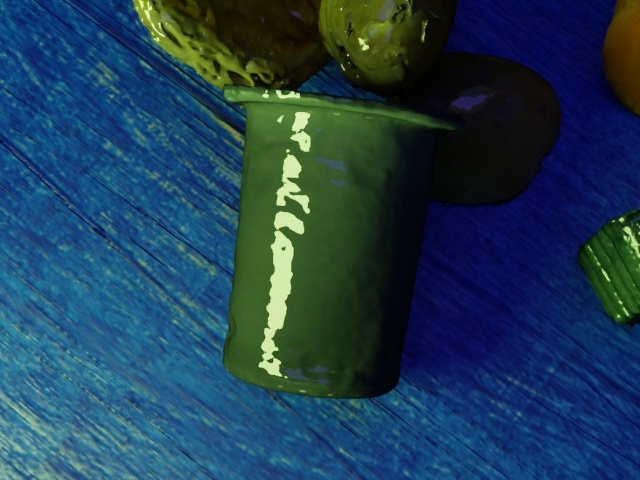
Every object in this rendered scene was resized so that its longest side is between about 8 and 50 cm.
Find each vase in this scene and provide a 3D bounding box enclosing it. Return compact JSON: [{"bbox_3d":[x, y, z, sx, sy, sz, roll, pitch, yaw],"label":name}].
[{"bbox_3d":[0.000,0.000,1.173,0.245,0.245,0.291,10,94,6],"label":"vase"}]

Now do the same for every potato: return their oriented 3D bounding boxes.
[{"bbox_3d":[0.076,-0.257,1.261,0.140,0.173,0.300,22,37,-7],"label":"potato"},{"bbox_3d":[0.169,-0.142,1.292,0.202,0.117,0.182,-1,70,3],"label":"potato"}]

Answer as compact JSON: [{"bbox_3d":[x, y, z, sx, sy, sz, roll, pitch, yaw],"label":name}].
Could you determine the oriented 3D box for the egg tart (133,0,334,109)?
[{"bbox_3d":[-0.112,-0.307,1.298,0.129,0.341,0.341,-14,67,43],"label":"egg tart"}]

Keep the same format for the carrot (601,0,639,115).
[{"bbox_3d":[0.447,-0.308,1.280,0.193,0.214,0.331,26,73,9],"label":"carrot"}]

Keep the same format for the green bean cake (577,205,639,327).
[{"bbox_3d":[0.375,0.003,1.189,0.194,0.208,0.107,-21,76,-2],"label":"green bean cake"}]
